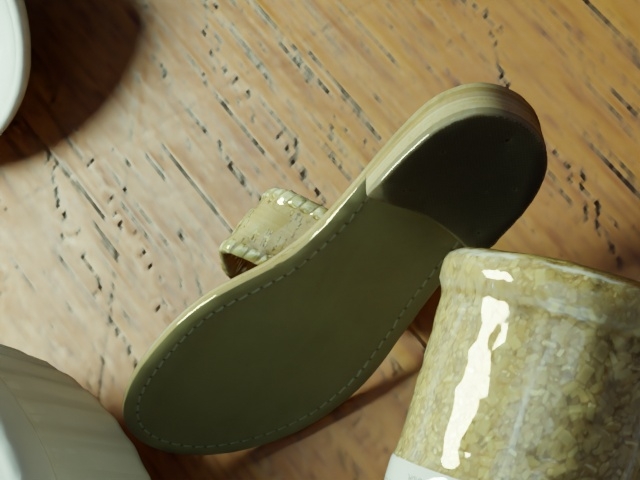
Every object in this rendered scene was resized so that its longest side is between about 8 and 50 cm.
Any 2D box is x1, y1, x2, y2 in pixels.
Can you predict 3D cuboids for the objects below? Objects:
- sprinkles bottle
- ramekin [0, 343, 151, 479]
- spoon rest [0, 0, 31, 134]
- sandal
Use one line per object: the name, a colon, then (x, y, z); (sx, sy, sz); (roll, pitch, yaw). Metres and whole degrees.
sprinkles bottle: (0.057, 0.185, 0.678); (0.121, 0.121, 0.355); (14, 85, 27)
ramekin: (-0.187, 0.162, 0.782); (0.273, 0.127, 0.273); (-3, 84, 30)
spoon rest: (-0.268, -0.107, 0.905); (0.276, 0.084, 0.137); (2, 111, 29)
sandal: (0.005, 0.003, 0.776); (0.240, 0.088, 0.079); (-42, 29, 27)
